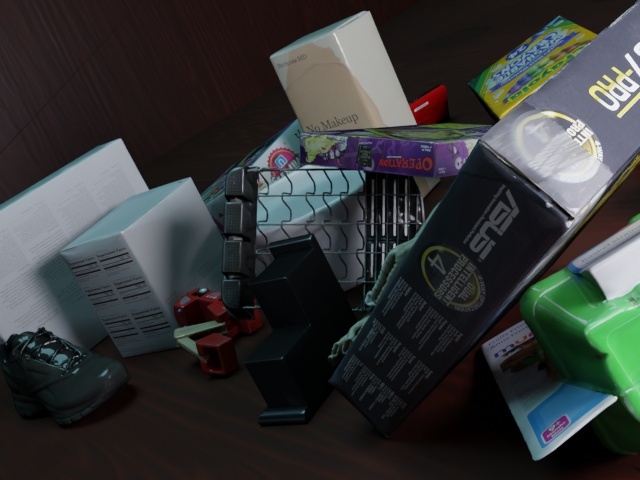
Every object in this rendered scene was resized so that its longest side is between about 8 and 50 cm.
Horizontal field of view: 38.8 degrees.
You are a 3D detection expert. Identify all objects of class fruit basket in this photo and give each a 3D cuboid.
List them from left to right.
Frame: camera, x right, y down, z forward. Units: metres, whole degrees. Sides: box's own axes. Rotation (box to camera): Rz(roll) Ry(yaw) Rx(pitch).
[{"bbox_3d":[0.284,0.033,0.766,0.327,0.165,0.353,-33,8,7],"label":"fruit basket"}]

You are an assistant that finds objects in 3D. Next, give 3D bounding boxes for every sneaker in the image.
[{"bbox_3d":[-0.394,0.192,1.340,0.286,0.130,0.109,-9,23,41],"label":"sneaker"}]

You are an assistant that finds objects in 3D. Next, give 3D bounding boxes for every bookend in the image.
[{"bbox_3d":[-0.037,0.102,1.044,0.072,0.156,0.157,-12,24,38],"label":"bookend"}]

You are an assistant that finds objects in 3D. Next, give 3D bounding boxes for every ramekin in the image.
[{"bbox_3d":[0.007,-0.022,1.364,0.277,0.135,0.277,-24,17,8],"label":"ramekin"}]

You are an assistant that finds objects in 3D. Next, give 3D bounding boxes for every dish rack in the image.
[{"bbox_3d":[0.000,0.000,1.172,0.271,0.208,0.074,0,-6,10],"label":"dish rack"}]

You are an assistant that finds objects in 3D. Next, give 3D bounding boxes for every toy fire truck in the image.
[{"bbox_3d":[-0.159,0.124,1.288,0.192,0.047,0.135,8,29,42],"label":"toy fire truck"}]

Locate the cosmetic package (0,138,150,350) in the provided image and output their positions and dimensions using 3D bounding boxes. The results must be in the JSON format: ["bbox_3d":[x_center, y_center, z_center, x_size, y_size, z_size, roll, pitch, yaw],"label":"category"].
[{"bbox_3d":[-0.439,0.036,1.589,0.097,0.284,0.377,-8,25,49],"label":"cosmetic package"}]

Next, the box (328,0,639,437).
[{"bbox_3d":[0.183,-0.019,0.830,0.318,0.097,0.395,-37,-16,-34],"label":"box"}]

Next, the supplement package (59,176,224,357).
[{"bbox_3d":[-0.263,0.043,1.451,0.149,0.203,0.194,-14,21,34],"label":"supplement package"}]

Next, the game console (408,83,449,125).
[{"bbox_3d":[0.183,-0.252,1.857,0.144,0.124,0.085,-34,45,-20],"label":"game console"}]

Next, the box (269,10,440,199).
[{"bbox_3d":[0.060,-0.197,1.489,0.148,0.311,0.121,-13,20,40],"label":"box"}]

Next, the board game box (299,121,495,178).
[{"bbox_3d":[0.162,-0.126,1.208,0.208,0.056,0.347,5,11,41],"label":"board game box"}]

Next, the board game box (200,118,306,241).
[{"bbox_3d":[-0.136,-0.087,1.674,0.224,0.097,0.303,-49,15,-33],"label":"board game box"}]

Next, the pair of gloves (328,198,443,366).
[{"bbox_3d":[0.101,0.033,0.996,0.204,0.042,0.240,-38,-20,-35],"label":"pair of gloves"}]

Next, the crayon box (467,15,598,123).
[{"bbox_3d":[0.377,-0.261,1.513,0.203,0.083,0.323,-36,19,11],"label":"crayon box"}]
